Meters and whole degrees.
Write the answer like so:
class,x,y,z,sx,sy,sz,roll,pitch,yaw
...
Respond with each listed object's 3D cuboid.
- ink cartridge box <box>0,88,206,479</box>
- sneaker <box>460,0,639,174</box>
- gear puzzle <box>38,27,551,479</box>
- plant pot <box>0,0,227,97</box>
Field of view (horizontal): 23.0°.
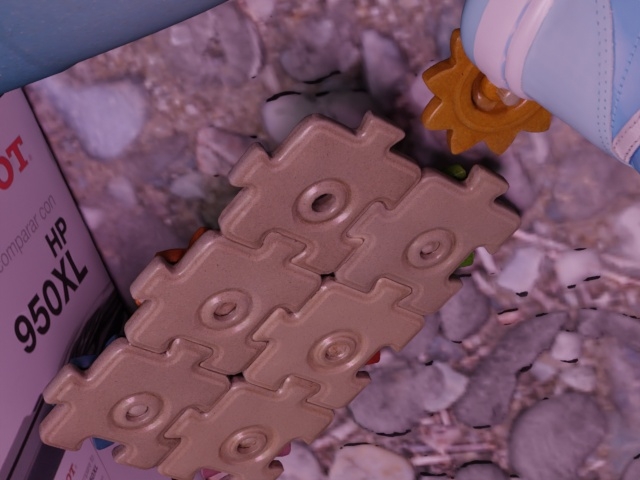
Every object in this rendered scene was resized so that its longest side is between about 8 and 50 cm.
class,x,y,z,sx,sy,sz,roll,pitch,yaw
ink cartridge box,-0.212,0.146,0.867,0.166,0.285,0.395,-11,116,23
sneaker,0.215,-0.135,0.601,0.208,0.127,0.319,46,124,21
gear puzzle,0.000,0.000,0.813,0.175,0.044,0.339,22,119,-39
plant pot,-0.071,-0.216,0.630,0.255,0.271,0.271,-16,115,10
